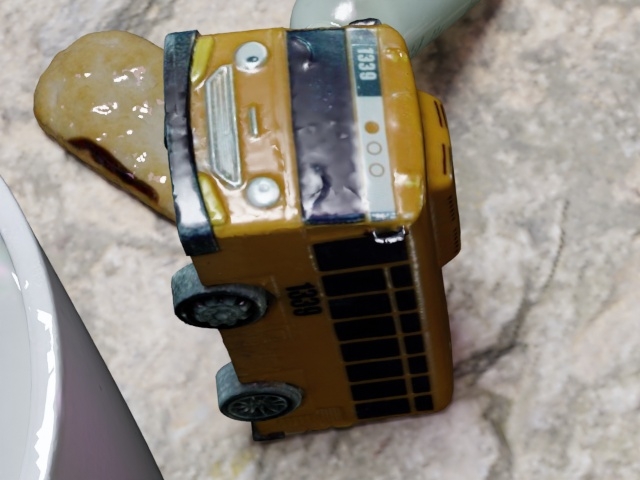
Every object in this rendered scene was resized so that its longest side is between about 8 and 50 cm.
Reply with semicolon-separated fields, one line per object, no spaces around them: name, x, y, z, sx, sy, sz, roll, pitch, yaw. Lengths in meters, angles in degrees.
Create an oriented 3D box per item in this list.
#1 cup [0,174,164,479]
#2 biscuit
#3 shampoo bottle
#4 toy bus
cup;-0.171;0.124;0.653;0.253;0.371;0.253;-4;62;7
biscuit;-0.076;-0.054;0.928;0.147;0.018;0.071;32;70;24
shampoo bottle;0.024;-0.101;0.859;0.056;0.056;0.195;20;33;19
toy bus;0.000;0.000;0.784;0.114;0.201;0.098;-8;62;3
